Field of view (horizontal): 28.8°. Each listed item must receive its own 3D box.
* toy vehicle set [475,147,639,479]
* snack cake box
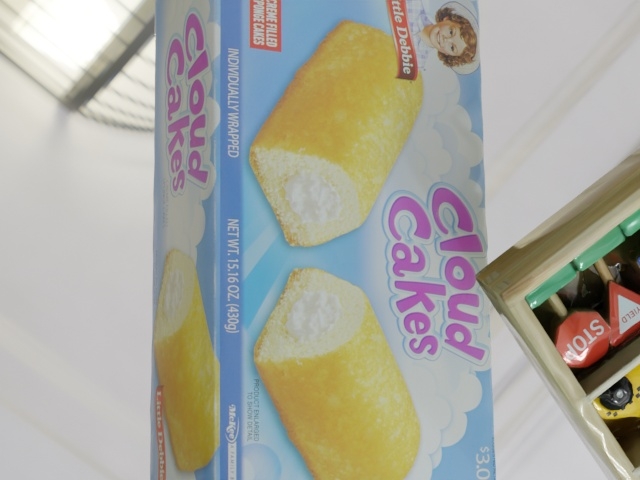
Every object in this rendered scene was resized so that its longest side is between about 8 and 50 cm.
[{"bbox_3d":[0.222,0.004,0.583,0.267,0.166,0.035,-38,-162,-4],"label":"toy vehicle set"},{"bbox_3d":[0.000,0.000,0.621,0.089,0.152,0.264,-17,-108,62],"label":"snack cake box"}]
